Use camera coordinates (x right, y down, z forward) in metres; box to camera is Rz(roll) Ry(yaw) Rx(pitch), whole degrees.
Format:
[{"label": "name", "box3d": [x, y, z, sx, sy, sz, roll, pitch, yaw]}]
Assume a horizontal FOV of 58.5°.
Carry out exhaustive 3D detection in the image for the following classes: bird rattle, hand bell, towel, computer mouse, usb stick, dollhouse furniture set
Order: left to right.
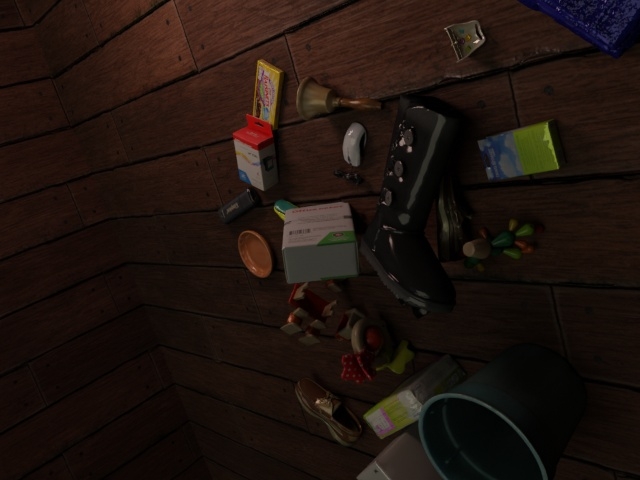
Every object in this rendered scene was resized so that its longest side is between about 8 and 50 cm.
[{"label": "usb stick", "box3d": [-0.320, -0.131, 2.222, 0.278, 0.045, 0.077, -25, 94, 52]}, {"label": "dollhouse furniture set", "box3d": [0.009, 0.240, 1.937, 0.259, 0.262, 0.135, 34, 147, -16]}, {"label": "hand bell", "box3d": [0.066, -0.392, 1.620, 0.242, 0.126, 0.126, 13, 122, 28]}, {"label": "computer mouse", "box3d": [0.090, -0.257, 1.697, 0.106, 0.042, 0.193, 32, 133, 33]}, {"label": "bird rattle", "box3d": [0.160, 0.352, 1.841, 0.143, 0.254, 0.207, -37, 60, 51]}, {"label": "towel", "box3d": [0.495, -0.512, 1.072, 0.308, 0.076, 0.227, 44, 139, 21]}]

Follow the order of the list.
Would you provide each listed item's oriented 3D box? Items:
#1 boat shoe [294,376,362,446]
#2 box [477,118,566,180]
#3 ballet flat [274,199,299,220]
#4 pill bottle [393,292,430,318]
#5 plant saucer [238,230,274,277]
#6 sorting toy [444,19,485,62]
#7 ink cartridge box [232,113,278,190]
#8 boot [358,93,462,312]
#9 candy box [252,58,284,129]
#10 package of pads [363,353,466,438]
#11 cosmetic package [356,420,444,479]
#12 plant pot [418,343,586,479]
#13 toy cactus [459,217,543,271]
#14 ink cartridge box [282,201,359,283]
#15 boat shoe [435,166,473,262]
[{"label": "boat shoe", "box3d": [0.043, 0.657, 2.249, 0.324, 0.122, 0.120, 43, 133, 9]}, {"label": "box", "box3d": [0.461, -0.205, 1.318, 0.178, 0.042, 0.109, -7, 106, 50]}, {"label": "ballet flat", "box3d": [-0.070, -0.067, 1.976, 0.231, 0.077, 0.077, 34, 155, 34]}, {"label": "pill bottle", "box3d": [0.258, 0.113, 1.669, 0.219, 0.123, 0.123, 55, 141, 7]}, {"label": "plant saucer", "box3d": [-0.248, 0.050, 2.258, 0.200, 0.037, 0.200, 25, 128, 36]}, {"label": "sorting toy", "box3d": [0.337, -0.463, 1.307, 0.075, 0.045, 0.083, -17, 98, 43]}, {"label": "ink cartridge box", "box3d": [-0.224, -0.303, 1.969, 0.134, 0.078, 0.231, 27, 137, 35]}, {"label": "boot", "box3d": [0.260, -0.099, 1.394, 0.367, 0.146, 0.445, 45, 125, 47]}, {"label": "candy box", "box3d": [-0.172, -0.474, 1.869, 0.105, 0.027, 0.206, 34, 134, 26]}, {"label": "package of pads", "box3d": [0.284, 0.488, 1.780, 0.101, 0.229, 0.296, 52, 140, 12]}, {"label": "cosmetic package", "box3d": [0.311, 0.665, 1.746, 0.197, 0.365, 0.155, 49, 140, 16]}, {"label": "plant pot", "box3d": [0.486, 0.450, 1.451, 0.341, 0.334, 0.341, 27, 131, 36]}, {"label": "toy cactus", "box3d": [0.417, 0.009, 1.401, 0.219, 0.180, 0.112, -24, 73, 47]}, {"label": "ink cartridge box", "box3d": [0.000, 0.000, 1.713, 0.211, 0.289, 0.121, -6, 115, 2]}, {"label": "boat shoe", "box3d": [0.352, -0.071, 1.503, 0.095, 0.095, 0.257, -3, 106, 11]}]
